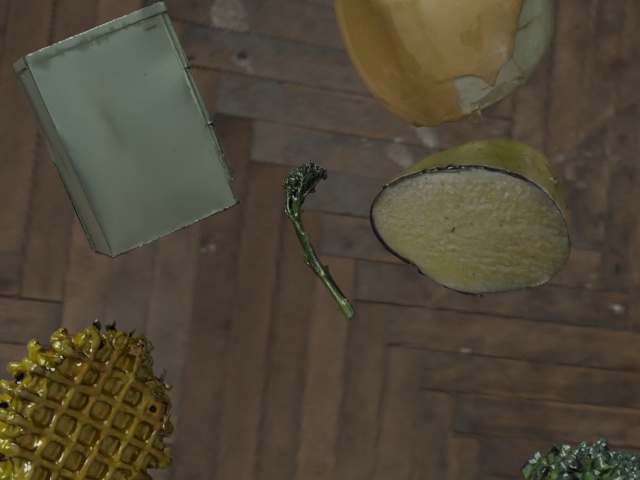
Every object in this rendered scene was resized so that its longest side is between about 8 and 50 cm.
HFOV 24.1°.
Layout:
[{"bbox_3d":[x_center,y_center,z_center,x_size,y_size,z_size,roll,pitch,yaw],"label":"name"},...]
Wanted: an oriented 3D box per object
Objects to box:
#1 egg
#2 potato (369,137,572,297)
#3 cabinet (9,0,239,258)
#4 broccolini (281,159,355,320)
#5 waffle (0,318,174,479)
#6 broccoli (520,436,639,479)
[{"bbox_3d":[0.107,-0.226,1.370,0.201,0.201,0.244,-29,90,-19],"label":"egg"},{"bbox_3d":[0.165,-0.045,1.552,0.182,0.202,0.117,58,37,-37],"label":"potato"},{"bbox_3d":[-0.188,-0.107,1.469,0.150,0.145,0.206,-25,99,-14],"label":"cabinet"},{"bbox_3d":[-0.007,0.000,1.580,0.052,0.054,0.194,-6,64,-16],"label":"broccolini"},{"bbox_3d":[-0.231,0.177,1.457,0.197,0.070,0.193,-33,117,-25],"label":"waffle"},{"bbox_3d":[0.340,0.389,1.746,0.348,0.293,0.281,31,84,-58],"label":"broccoli"}]
